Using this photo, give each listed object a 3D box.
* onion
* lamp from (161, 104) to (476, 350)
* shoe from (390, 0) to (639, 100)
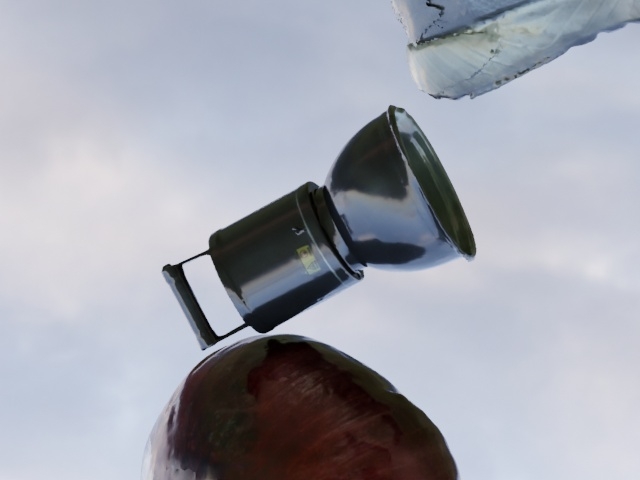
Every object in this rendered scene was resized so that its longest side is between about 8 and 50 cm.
[{"bbox_3d":[-0.043,0.257,1.483,0.285,0.347,0.347,-21,-140,-41],"label":"onion"},{"bbox_3d":[0.000,0.000,1.472,0.227,0.147,0.172,-27,180,14],"label":"lamp"},{"bbox_3d":[0.158,-0.215,1.038,0.336,0.171,0.132,-21,-160,41],"label":"shoe"}]
